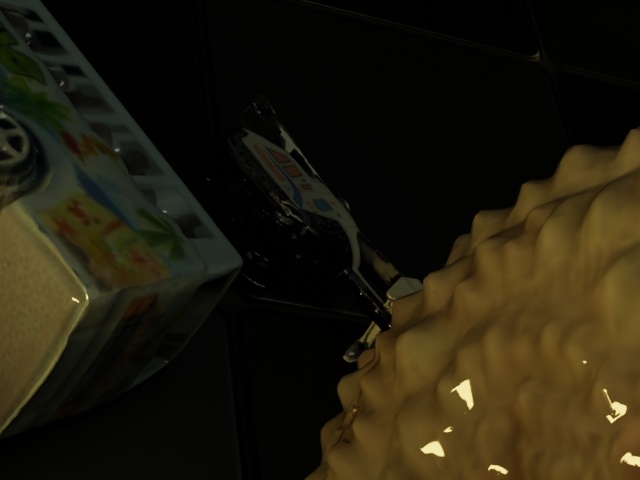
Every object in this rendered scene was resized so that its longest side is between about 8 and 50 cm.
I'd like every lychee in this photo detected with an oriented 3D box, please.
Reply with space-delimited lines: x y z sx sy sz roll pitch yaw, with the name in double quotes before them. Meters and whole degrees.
"lychee" 0.189 0.131 0.556 0.432 0.380 0.380 4 48 -44

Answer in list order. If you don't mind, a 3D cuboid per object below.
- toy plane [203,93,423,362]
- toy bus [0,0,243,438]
"toy plane" 0.000 0.001 0.808 0.197 0.053 0.078 47 35 22
"toy bus" -0.179 -0.070 0.731 0.136 0.109 0.330 -14 58 -50
